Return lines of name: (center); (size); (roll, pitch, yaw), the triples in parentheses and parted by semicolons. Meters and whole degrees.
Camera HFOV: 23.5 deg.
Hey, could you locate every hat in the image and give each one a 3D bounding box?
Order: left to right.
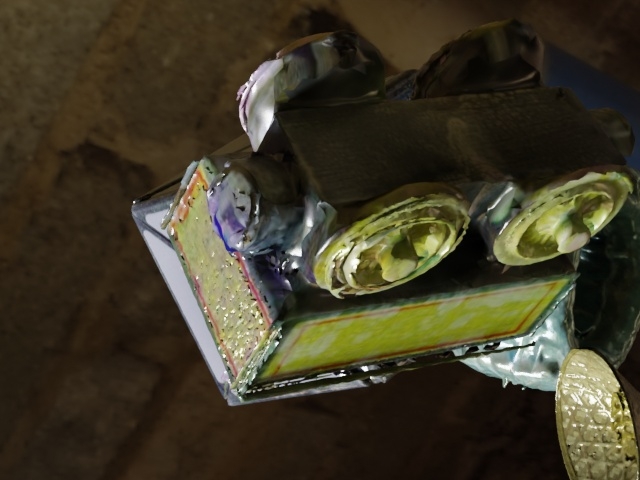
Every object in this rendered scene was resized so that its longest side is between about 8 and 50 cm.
hat: (0.249, 0.153, 1.235); (0.146, 0.067, 0.146); (173, 90, -74)

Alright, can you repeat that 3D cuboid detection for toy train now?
toy train: (0.046, -0.020, 0.836); (0.134, 0.261, 0.177); (64, 145, 27)

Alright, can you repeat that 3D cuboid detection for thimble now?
thimble: (0.214, 0.033, 1.453); (0.143, 0.198, 0.235); (8, 65, 37)

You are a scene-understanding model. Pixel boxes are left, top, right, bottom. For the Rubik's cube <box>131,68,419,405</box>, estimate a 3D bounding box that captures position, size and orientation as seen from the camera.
Rubik's cube: (0.000, 0.000, 1.590); (0.255, 0.260, 0.259); (-16, 101, 48)
